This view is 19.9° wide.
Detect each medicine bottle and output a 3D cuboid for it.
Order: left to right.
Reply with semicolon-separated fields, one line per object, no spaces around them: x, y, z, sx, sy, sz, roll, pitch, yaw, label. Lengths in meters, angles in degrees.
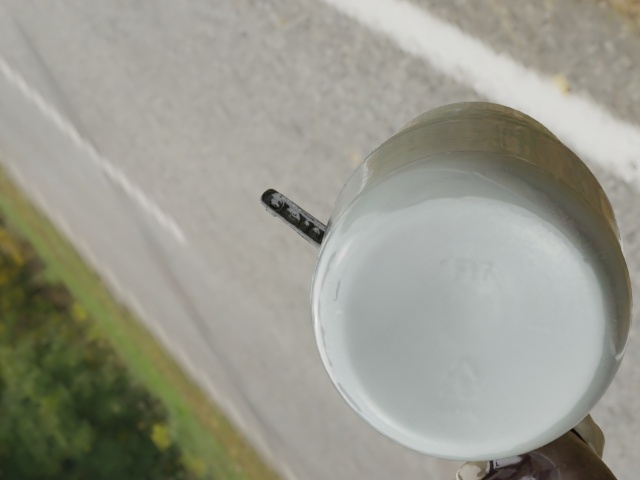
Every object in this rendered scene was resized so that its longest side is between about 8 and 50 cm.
0.123;0.017;1.486;0.245;0.245;0.306;59;-167;-14;medicine bottle

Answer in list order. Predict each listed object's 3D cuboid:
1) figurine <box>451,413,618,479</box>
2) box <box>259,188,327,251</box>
0.160;0.331;1.978;0.206;0.365;0.218;46;-157;-79;figurine
0.000;0.000;2.001;0.126;0.027;0.125;36;177;32;box
